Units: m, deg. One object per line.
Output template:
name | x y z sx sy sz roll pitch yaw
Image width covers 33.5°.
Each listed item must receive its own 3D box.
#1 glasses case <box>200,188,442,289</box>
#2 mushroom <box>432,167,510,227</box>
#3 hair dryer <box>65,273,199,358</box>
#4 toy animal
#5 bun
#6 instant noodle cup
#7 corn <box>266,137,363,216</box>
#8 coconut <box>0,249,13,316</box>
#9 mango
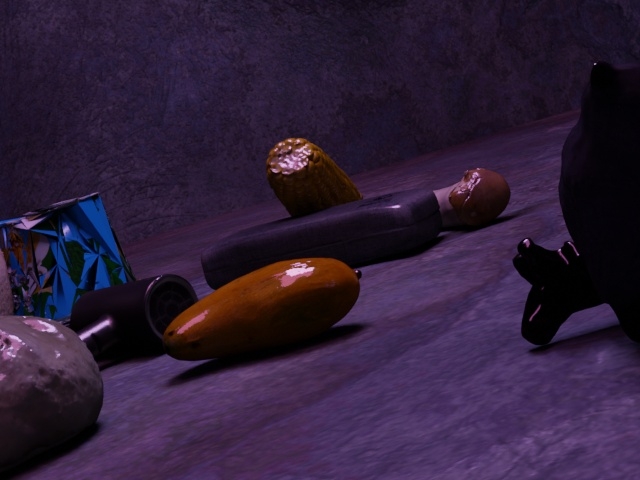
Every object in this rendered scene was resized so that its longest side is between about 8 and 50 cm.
glasses case | 0.000 0.000 1.413 0.323 0.074 0.131 -13 8 27
mushroom | 0.168 -0.047 1.454 0.084 0.071 0.209 -47 18 -26
hair dryer | -0.275 0.118 1.127 0.196 0.078 0.248 -12 12 43
toy animal | 0.181 -0.013 0.650 0.121 0.117 0.210 -11 -37 2
bun | -0.275 0.120 0.847 0.195 0.118 0.195 -13 4 1
instant noodle cup | -0.417 0.032 1.708 0.240 0.178 0.240 -16 7 2
corn | -0.004 -0.066 1.544 0.106 0.106 0.305 -15 -16 10
coconut | -0.513 0.073 1.385 0.227 0.227 0.230 -16 13 -4
mango | -0.051 0.065 0.975 0.190 0.075 0.098 -22 0 4
